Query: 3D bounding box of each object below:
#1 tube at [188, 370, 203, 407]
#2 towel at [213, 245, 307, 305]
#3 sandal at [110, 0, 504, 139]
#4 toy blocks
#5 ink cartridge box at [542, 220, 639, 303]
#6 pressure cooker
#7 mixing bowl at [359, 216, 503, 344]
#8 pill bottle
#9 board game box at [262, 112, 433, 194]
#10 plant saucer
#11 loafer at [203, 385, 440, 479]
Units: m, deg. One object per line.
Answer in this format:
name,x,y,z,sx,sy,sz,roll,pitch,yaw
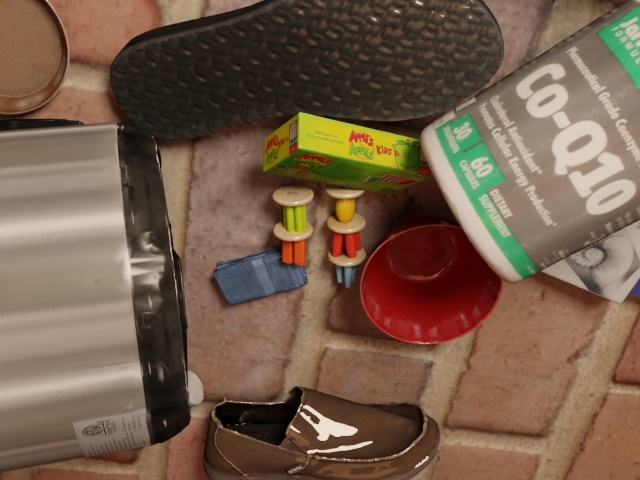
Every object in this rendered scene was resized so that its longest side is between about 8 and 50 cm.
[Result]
tube,-0.277,0.259,1.079,0.207,0.052,0.080,-26,106,20
towel,-0.082,0.048,0.972,0.119,0.029,0.067,-16,116,7
sandal,-0.024,-0.220,0.792,0.446,0.107,0.167,-3,128,16
toy blocks,0.000,0.000,0.924,0.123,0.054,0.148,-9,119,-11
ink cartridge box,0.397,-0.027,0.902,0.224,0.045,0.223,20,121,-2
pressure cooker,-0.363,0.064,0.745,0.420,0.375,0.370,-8,106,-13
mixing bowl,0.140,0.037,0.930,0.181,0.098,0.181,0,118,-1
pill bottle,0.305,-0.123,0.727,0.361,0.204,0.204,-32,114,18
board game box,0.034,-0.098,0.825,0.181,0.043,0.092,7,165,-29
plant saucer,-0.374,-0.232,0.816,0.168,0.029,0.168,0,119,0
loafer,-0.005,0.290,1.045,0.366,0.134,0.130,-7,119,3
